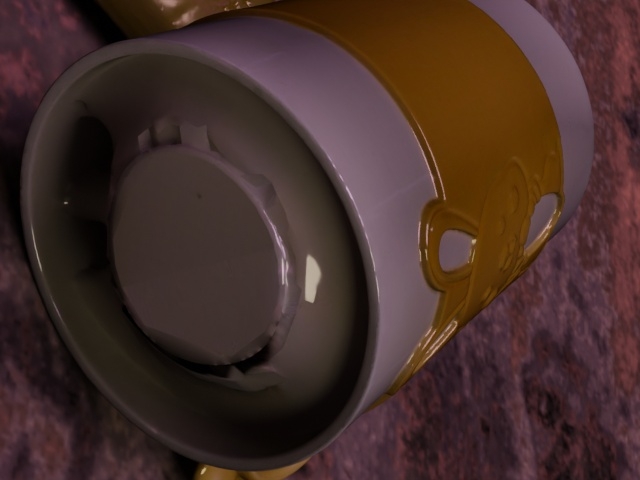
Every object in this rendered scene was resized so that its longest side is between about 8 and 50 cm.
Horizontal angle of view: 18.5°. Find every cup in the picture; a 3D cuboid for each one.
[{"bbox_3d":[0.000,0.000,0.872,0.226,0.185,0.241,-30,139,-47],"label":"cup"}]

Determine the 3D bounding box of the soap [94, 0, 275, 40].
[{"bbox_3d":[-0.068,-0.120,0.931,0.140,0.045,0.089,50,48,-24],"label":"soap"}]
